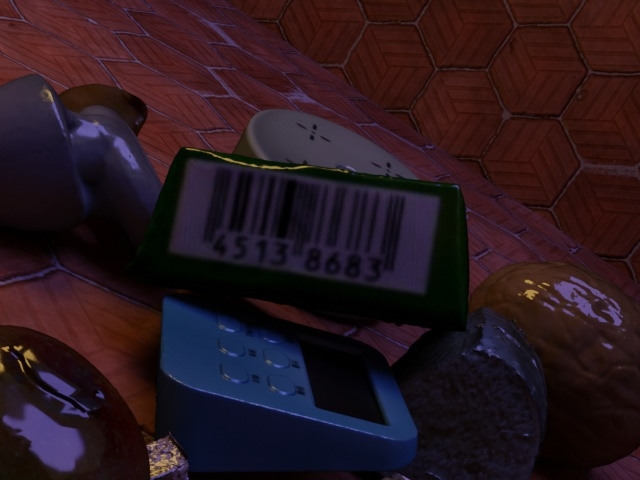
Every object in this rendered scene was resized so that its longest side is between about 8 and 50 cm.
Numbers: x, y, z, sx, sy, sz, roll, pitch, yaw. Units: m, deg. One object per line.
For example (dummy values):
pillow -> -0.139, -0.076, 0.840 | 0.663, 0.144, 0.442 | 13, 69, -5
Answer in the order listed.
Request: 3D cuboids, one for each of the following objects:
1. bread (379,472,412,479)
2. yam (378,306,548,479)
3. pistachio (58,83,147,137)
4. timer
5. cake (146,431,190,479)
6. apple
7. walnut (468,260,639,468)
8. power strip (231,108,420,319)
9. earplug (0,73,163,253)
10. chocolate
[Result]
bread -> 0.086, 0.319, 0.924 | 0.210, 0.109, 0.192 | 33, 24, 3
yam -> 0.172, 0.196, 1.284 | 0.201, 0.202, 0.271 | 62, 14, -8
pistachio -> -0.323, -0.157, 1.511 | 0.165, 0.130, 0.210 | -18, 36, -13
timer -> -0.037, 0.138, 1.068 | 0.250, 0.091, 0.232 | 5, 17, -10
cake -> -0.174, 0.211, 0.909 | 0.121, 0.065, 0.052 | -10, 40, -31
apple -> -0.227, 0.153, 0.733 | 0.207, 0.174, 0.188 | -31, 80, -23
walnut -> 0.341, 0.165, 1.517 | 0.313, 0.252, 0.277 | 40, 9, 2
power strip -> 0.008, -0.047, 1.636 | 0.358, 0.161, 0.357 | 24, 26, -12
earplug -> -0.289, -0.074, 1.288 | 0.326, 0.175, 0.214 | 26, 21, -50
chocolate -> 0.000, 0.000, 1.257 | 0.360, 0.161, 0.341 | 9, 0, 7
